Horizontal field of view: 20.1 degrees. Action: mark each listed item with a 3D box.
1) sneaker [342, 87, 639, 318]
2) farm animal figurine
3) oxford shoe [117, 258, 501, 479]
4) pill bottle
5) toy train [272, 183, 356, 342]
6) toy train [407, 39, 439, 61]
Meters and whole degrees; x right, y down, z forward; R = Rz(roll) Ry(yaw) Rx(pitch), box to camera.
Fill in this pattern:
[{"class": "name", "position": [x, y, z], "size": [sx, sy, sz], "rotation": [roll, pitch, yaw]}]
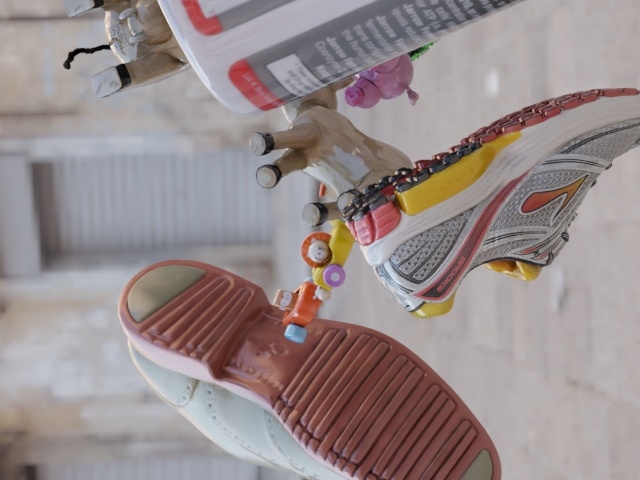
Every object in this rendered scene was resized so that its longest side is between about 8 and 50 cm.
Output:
[{"class": "sneaker", "position": [0.121, -0.027, 1.100], "size": [0.093, 0.225, 0.088], "rotation": [65, 159, -8]}, {"class": "farm animal figurine", "position": [-0.047, -0.178, 1.430], "size": [0.172, 0.326, 0.330], "rotation": [-23, -69, -57]}, {"class": "oxford shoe", "position": [-0.009, 0.156, 1.663], "size": [0.140, 0.397, 0.146], "rotation": [-44, -28, -31]}, {"class": "pill bottle", "position": [0.049, -0.196, 1.051], "size": [0.161, 0.283, 0.161], "rotation": [59, -163, -31]}, {"class": "toy train", "position": [0.000, 0.000, 1.546], "size": [0.125, 0.046, 0.166], "rotation": [141, 151, -73]}, {"class": "toy train", "position": [0.075, -0.154, 1.474], "size": [0.017, 0.083, 0.023], "rotation": [54, -149, 8]}]
